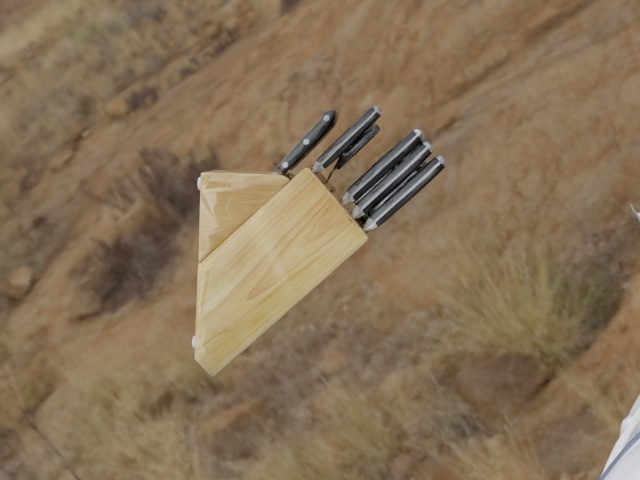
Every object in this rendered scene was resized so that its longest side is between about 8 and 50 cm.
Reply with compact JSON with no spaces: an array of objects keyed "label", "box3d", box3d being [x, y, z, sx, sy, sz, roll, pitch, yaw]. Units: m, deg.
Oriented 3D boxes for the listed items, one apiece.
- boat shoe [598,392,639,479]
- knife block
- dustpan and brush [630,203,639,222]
[{"label":"boat shoe","box3d":[0.151,0.072,0.395,0.258,0.095,0.084,-34,5,-27]},{"label":"knife block","box3d":[0.000,0.000,1.153,0.242,0.275,0.088,3,6,4]},{"label":"dustpan and brush","box3d":[0.250,0.075,0.669,0.060,0.211,0.147,-20,5,12]}]
